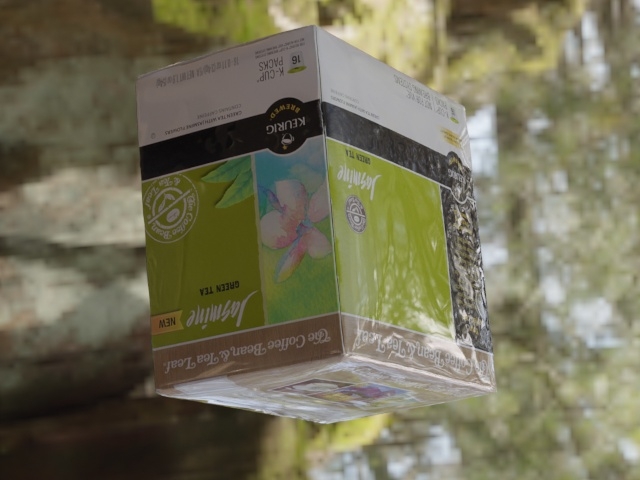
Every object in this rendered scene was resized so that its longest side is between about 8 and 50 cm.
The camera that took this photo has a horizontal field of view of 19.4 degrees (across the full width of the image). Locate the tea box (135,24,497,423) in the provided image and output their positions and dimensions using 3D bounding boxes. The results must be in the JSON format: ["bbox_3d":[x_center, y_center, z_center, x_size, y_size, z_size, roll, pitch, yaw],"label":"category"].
[{"bbox_3d":[0.000,0.000,1.879,0.220,0.324,0.329,-14,163,28],"label":"tea box"}]
